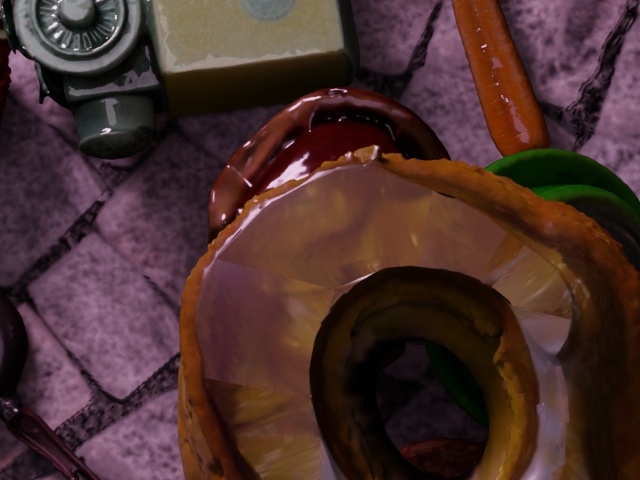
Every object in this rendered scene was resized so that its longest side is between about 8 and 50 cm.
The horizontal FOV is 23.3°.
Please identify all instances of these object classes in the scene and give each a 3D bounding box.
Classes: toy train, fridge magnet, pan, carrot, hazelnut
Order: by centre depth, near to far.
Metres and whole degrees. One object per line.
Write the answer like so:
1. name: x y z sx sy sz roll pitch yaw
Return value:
1. fridge magnet: 0.163 0.039 1.084 0.208 0.088 0.208 -1 92 -27
2. hazelnut: 0.008 0.001 1.097 0.170 0.160 0.201 4 68 6
3. pan: -0.243 0.118 1.159 0.212 0.040 0.115 44 91 12
4. toy train: -0.117 -0.261 1.165 0.253 0.160 0.397 -9 79 -3
5. carrot: 0.123 -0.169 1.179 0.043 0.043 0.248 -17 76 2

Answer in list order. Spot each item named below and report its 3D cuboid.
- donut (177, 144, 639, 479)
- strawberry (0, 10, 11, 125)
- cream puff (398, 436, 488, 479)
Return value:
1. donut: 0.066 0.099 0.926 0.330 0.160 0.330 1 75 -2
2. strawberry: -0.281 -0.102 1.168 0.085 0.140 0.192 17 69 -31
3. cream puff: 0.099 0.255 1.045 0.240 0.164 0.240 0 80 -1
